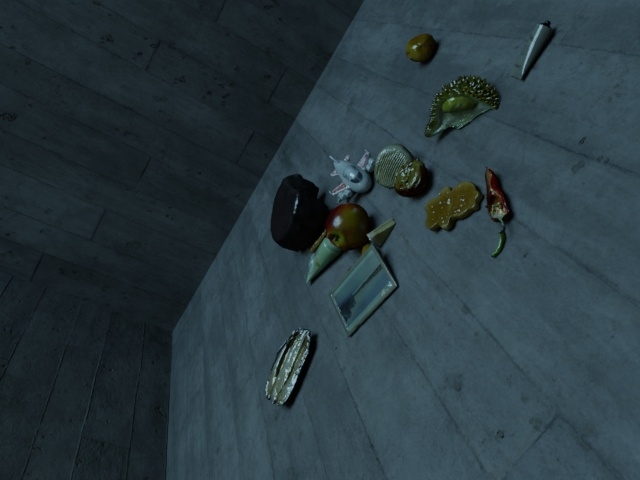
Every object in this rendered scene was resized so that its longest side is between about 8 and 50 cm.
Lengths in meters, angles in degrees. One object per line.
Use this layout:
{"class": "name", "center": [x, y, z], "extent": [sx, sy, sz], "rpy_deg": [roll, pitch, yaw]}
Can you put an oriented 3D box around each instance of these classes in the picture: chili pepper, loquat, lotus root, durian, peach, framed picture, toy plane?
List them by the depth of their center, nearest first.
{"class": "chili pepper", "center": [0.493, 0.009, 1.415], "extent": [0.083, 0.017, 0.030], "rpy_deg": [-65, 22, -1]}
{"class": "chili pepper", "center": [0.505, -0.116, 1.472], "extent": [0.059, 0.050, 0.268], "rpy_deg": [-24, 40, 26]}
{"class": "durian", "center": [0.479, -0.481, 1.809], "extent": [0.306, 0.166, 0.172], "rpy_deg": [-29, 11, 45]}
{"class": "framed picture", "center": [0.149, 0.183, 1.876], "extent": [0.289, 0.016, 0.213], "rpy_deg": [-51, 44, 27]}
{"class": "peach", "center": [0.113, -0.063, 2.071], "extent": [0.197, 0.197, 0.197], "rpy_deg": [-46, 30, 36]}
{"class": "lotus root", "center": [-0.115, 0.515, 2.097], "extent": [0.167, 0.078, 0.329], "rpy_deg": [24, 86, 43]}
{"class": "loquat", "center": [0.444, -0.851, 2.256], "extent": [0.137, 0.113, 0.137], "rpy_deg": [-39, 15, 13]}
{"class": "toy plane", "center": [0.136, -0.297, 2.278], "extent": [0.252, 0.118, 0.252], "rpy_deg": [-16, 59, 29]}

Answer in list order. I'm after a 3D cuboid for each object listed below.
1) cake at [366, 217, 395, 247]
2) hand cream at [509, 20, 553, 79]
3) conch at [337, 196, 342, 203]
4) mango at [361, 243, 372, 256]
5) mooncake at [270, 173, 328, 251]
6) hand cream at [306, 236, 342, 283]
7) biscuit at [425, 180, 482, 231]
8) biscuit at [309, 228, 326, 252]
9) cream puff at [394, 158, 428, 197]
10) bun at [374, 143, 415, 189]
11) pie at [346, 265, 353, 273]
{"class": "cake", "center": [0.235, -0.038, 1.947], "extent": [0.121, 0.065, 0.052], "rpy_deg": [-53, 28, 9]}
{"class": "hand cream", "center": [0.671, -0.606, 1.627], "extent": [0.186, 0.054, 0.087], "rpy_deg": [-62, 19, 21]}
{"class": "conch", "center": [0.123, -0.242, 2.360], "extent": [0.180, 0.065, 0.088], "rpy_deg": [-61, 21, -15]}
{"class": "mango", "center": [0.187, 0.052, 1.950], "extent": [0.079, 0.057, 0.114], "rpy_deg": [-61, 20, 24]}
{"class": "mooncake", "center": [-0.114, -0.130, 2.553], "extent": [0.350, 0.212, 0.381], "rpy_deg": [-56, 28, 29]}
{"class": "hand cream", "center": [0.015, 0.068, 2.271], "extent": [0.306, 0.093, 0.147], "rpy_deg": [-51, 21, 47]}
{"class": "biscuit", "center": [0.428, -0.113, 1.648], "extent": [0.225, 0.036, 0.166], "rpy_deg": [-33, 39, 45]}
{"class": "biscuit", "center": [0.000, 0.000, 2.358], "extent": [0.162, 0.035, 0.250], "rpy_deg": [-46, -2, -31]}
{"class": "cream puff", "center": [0.340, -0.223, 1.873], "extent": [0.149, 0.084, 0.149], "rpy_deg": [-32, 45, 37]}
{"class": "bun", "center": [0.290, -0.290, 1.998], "extent": [0.173, 0.166, 0.113], "rpy_deg": [-37, -2, 29]}
{"class": "pie", "center": [0.130, 0.165, 1.976], "extent": [0.153, 0.038, 0.153], "rpy_deg": [-45, 32, 39]}
